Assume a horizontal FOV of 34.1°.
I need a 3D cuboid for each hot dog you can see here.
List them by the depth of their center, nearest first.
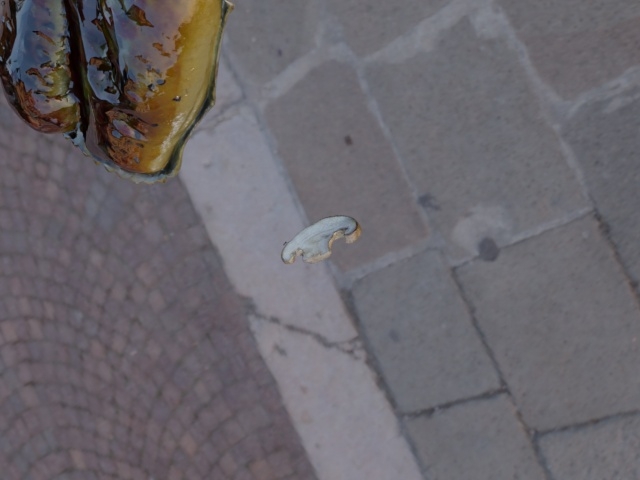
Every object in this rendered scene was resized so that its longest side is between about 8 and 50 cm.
[{"bbox_3d":[-0.131,-0.134,0.650,0.162,0.082,0.270,44,145,7],"label":"hot dog"}]

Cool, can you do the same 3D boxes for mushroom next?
[{"bbox_3d":[0.000,0.000,1.135,0.101,0.049,0.019,-20,136,26],"label":"mushroom"}]
